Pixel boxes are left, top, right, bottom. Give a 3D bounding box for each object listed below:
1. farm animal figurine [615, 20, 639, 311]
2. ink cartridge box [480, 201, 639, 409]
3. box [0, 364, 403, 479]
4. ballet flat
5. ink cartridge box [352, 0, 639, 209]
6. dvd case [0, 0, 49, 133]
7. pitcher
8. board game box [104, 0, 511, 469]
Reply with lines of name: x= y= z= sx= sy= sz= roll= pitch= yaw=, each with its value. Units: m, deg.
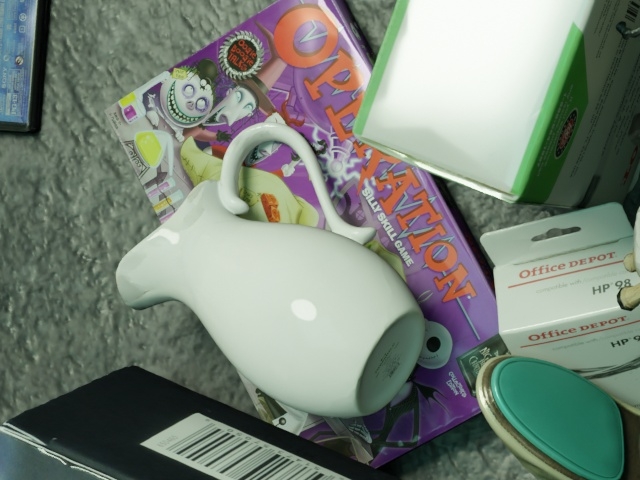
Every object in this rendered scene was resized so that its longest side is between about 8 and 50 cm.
farm animal figurine: x=0.344 y=-0.086 z=1.123 sx=0.326 sy=0.172 sz=0.330 roll=13 pitch=70 yaw=-22
ink cartridge box: x=0.184 y=0.058 z=1.272 sx=0.104 sy=0.180 sz=0.060 roll=-14 pitch=50 yaw=18
box: x=-0.107 y=0.336 z=1.327 sx=0.293 sy=0.212 sz=0.395 roll=21 pitch=105 yaw=16
ballet flat: x=0.196 y=0.151 z=1.271 sx=0.248 sy=0.086 sz=0.086 roll=23 pitch=99 yaw=-20
ink cartridge box: x=0.151 y=-0.136 z=1.226 sx=0.121 sy=0.289 sz=0.211 roll=22 pitch=97 yaw=20
dvd case: x=-0.341 y=-0.186 z=1.527 sx=0.253 sy=0.022 sz=0.180 roll=5 pitch=93 yaw=18
pitcher: x=-0.018 y=0.019 z=1.332 sx=0.207 sy=0.125 sz=0.178 roll=29 pitch=84 yaw=27
board game box: x=0.000 y=0.000 z=1.403 sx=0.208 sy=0.056 sz=0.347 roll=-30 pitch=81 yaw=12
